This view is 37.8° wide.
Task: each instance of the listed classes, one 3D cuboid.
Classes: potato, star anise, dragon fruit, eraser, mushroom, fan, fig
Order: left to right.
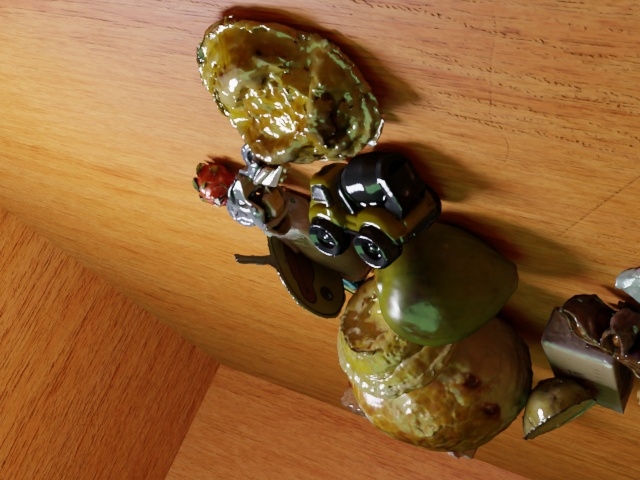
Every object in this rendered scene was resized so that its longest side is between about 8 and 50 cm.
[{"bbox_3d":[-0.202,-0.110,1.783,0.086,0.081,0.116,53,173,-31],"label":"dragon fruit"},{"bbox_3d":[-0.048,0.046,1.772,0.011,0.229,0.335,-33,158,30],"label":"fan"},{"bbox_3d":[0.003,-0.001,1.789,0.247,0.096,0.108,35,167,-31],"label":"mushroom"},{"bbox_3d":[0.202,0.079,1.557,0.230,0.207,0.207,21,163,11],"label":"fig"},{"bbox_3d":[0.455,0.325,1.855,0.200,0.164,0.081,78,166,-64],"label":"potato"},{"bbox_3d":[0.526,0.242,1.821,0.144,0.078,0.343,17,162,28],"label":"eraser"},{"bbox_3d":[0.512,0.156,1.532,0.214,0.099,0.220,14,162,40],"label":"star anise"}]

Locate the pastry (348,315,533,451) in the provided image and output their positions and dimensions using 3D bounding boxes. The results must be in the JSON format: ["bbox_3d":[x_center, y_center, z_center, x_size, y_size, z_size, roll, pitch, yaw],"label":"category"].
[{"bbox_3d":[0.235,0.274,1.927,0.389,0.312,0.388,26,165,7],"label":"pastry"}]

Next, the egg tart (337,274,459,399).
[{"bbox_3d":[0.132,0.150,1.745,0.290,0.290,0.115,7,158,47],"label":"egg tart"}]

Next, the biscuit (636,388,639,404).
[{"bbox_3d":[0.713,0.300,1.616,0.376,0.051,0.269,16,167,-27],"label":"biscuit"}]

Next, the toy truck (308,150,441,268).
[{"bbox_3d":[0.068,-0.067,1.459,0.224,0.147,0.165,11,134,47],"label":"toy truck"}]

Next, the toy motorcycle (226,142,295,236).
[{"bbox_3d":[-0.096,-0.086,1.657,0.130,0.094,0.229,35,145,8],"label":"toy motorcycle"}]

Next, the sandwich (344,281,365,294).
[{"bbox_3d":[0.072,0.093,2.095,0.067,0.029,0.135,2,152,41],"label":"sandwich"}]

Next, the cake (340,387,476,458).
[{"bbox_3d":[0.249,0.366,2.287,0.282,0.255,0.290,8,154,48],"label":"cake"}]

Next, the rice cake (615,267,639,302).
[{"bbox_3d":[0.564,0.106,1.410,0.237,0.043,0.127,30,162,-18],"label":"rice cake"}]

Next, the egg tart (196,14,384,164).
[{"bbox_3d":[-0.050,-0.183,1.277,0.297,0.132,0.297,21,157,9],"label":"egg tart"}]

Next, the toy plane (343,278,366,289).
[{"bbox_3d":[0.025,0.044,1.959,0.096,0.060,0.235,6,154,48],"label":"toy plane"}]
